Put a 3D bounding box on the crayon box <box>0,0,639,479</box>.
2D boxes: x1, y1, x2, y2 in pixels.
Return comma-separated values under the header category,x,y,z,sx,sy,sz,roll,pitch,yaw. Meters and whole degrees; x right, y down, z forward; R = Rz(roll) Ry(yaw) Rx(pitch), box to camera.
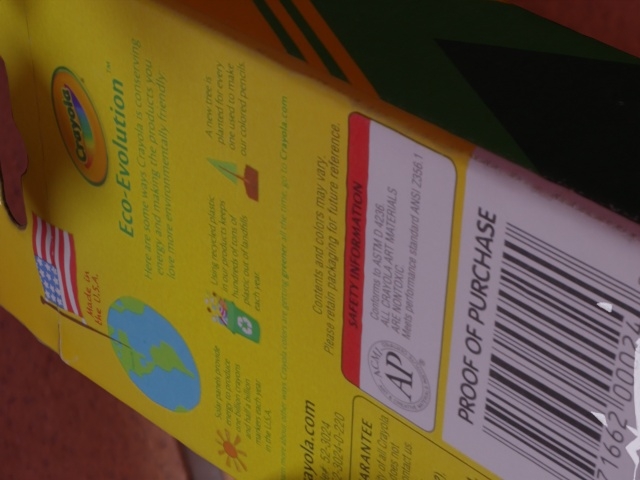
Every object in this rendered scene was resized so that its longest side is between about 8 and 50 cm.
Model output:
category,x,y,z,sx,sy,sz,roll,pitch,yaw
crayon box,0.000,0.000,0.555,0.318,0.081,0.202,30,136,30
